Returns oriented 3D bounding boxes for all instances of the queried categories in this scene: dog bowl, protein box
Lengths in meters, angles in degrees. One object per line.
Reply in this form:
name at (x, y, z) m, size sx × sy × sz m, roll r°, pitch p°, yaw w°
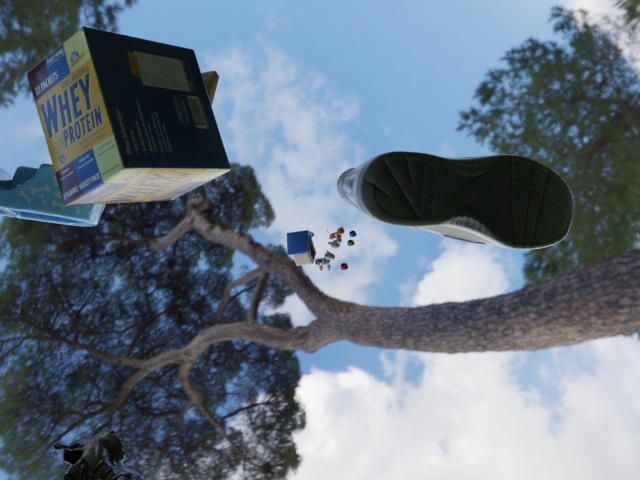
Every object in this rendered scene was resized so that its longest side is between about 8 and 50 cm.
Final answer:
dog bowl at (-0.473, -0.077, 1.015) m, size 0.297 × 0.166 × 0.074 m, roll 9°, pitch -96°, yaw -12°
protein box at (-0.266, -0.167, 0.945) m, size 0.201 × 0.136 × 0.199 m, roll -9°, pitch -101°, yaw -56°

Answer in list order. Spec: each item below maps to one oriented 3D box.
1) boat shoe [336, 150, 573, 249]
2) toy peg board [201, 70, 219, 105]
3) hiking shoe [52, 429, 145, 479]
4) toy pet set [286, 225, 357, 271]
boat shoe at (0.181, -0.055, 0.858) m, size 0.321 × 0.103 × 0.118 m, roll 3°, pitch -85°, yaw -20°
toy peg board at (-0.285, -0.250, 1.207) m, size 0.079 × 0.161 × 0.161 m, roll 50°, pitch -138°, yaw -53°
hiking shoe at (-0.353, 0.400, 1.067) m, size 0.114 × 0.086 × 0.227 m, roll 0°, pitch -156°, yaw -39°
toy pet set at (0.000, 0.000, 1.254) m, size 0.122 × 0.114 × 0.065 m, roll -74°, pitch -29°, yaw -55°
